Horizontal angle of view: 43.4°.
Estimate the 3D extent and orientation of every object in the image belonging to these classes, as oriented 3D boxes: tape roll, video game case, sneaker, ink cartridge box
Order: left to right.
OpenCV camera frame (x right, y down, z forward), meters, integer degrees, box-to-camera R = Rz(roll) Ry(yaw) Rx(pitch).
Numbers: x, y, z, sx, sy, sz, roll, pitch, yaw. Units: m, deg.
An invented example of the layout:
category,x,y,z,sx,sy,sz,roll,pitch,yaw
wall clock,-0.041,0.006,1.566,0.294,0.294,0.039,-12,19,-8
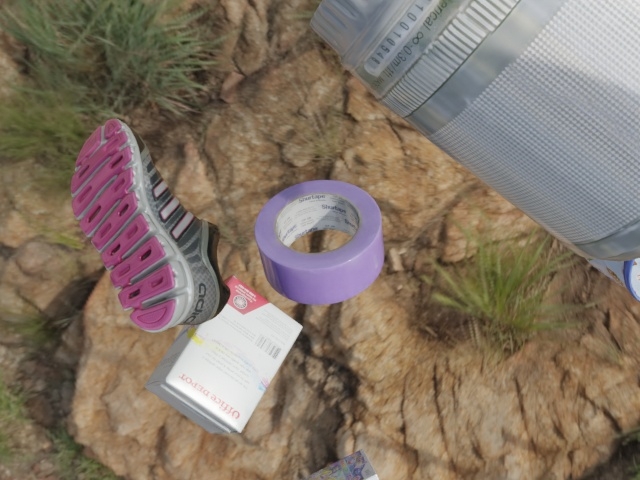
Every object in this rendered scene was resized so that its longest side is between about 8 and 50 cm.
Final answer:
category,x,y,z,sx,sy,sz,roll,pitch,yaw
sneaker,-0.111,-0.009,0.541,0.063,0.074,0.170,-42,59,19
ink cartridge box,-0.138,0.165,1.130,0.128,0.127,0.176,38,63,-12
tape roll,0.000,0.000,1.203,0.188,0.189,0.080,8,138,15
video game case,0.011,0.315,1.036,0.122,0.087,0.011,-25,99,-5

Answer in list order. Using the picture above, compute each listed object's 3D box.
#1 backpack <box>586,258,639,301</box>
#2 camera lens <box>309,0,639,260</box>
category,x,y,z,sx,sy,sz,roll,pitch,yaw
backpack,0.453,-0.039,0.964,0.276,0.213,0.263,17,117,-27
camera lens,0.159,-0.136,0.524,0.274,0.219,0.219,36,103,-8
